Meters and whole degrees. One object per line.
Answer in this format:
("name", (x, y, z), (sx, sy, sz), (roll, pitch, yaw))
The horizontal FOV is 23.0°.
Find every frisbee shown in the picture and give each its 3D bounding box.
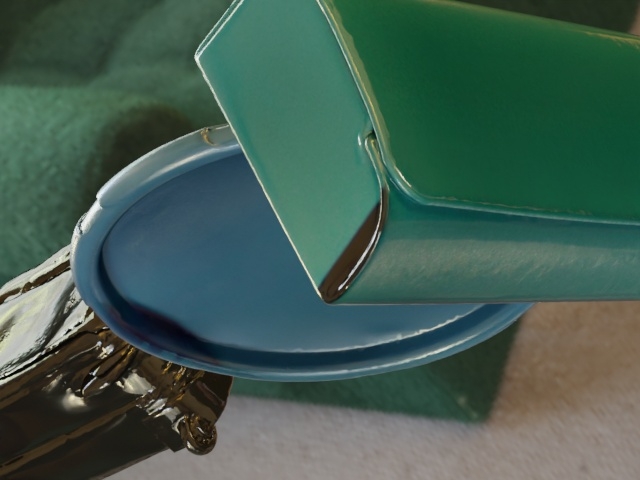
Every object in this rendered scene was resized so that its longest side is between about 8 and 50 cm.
("frisbee", (0.000, 0.000, 0.767), (0.242, 0.242, 0.045), (-19, 54, 23))

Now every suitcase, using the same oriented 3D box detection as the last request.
("suitcase", (-0.233, 0.109, 1.675), (0.345, 0.188, 0.339), (-30, 25, 33))

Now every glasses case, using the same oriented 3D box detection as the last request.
("glasses case", (0.100, -0.037, 0.622), (0.070, 0.301, 0.117), (-46, 59, 33))
